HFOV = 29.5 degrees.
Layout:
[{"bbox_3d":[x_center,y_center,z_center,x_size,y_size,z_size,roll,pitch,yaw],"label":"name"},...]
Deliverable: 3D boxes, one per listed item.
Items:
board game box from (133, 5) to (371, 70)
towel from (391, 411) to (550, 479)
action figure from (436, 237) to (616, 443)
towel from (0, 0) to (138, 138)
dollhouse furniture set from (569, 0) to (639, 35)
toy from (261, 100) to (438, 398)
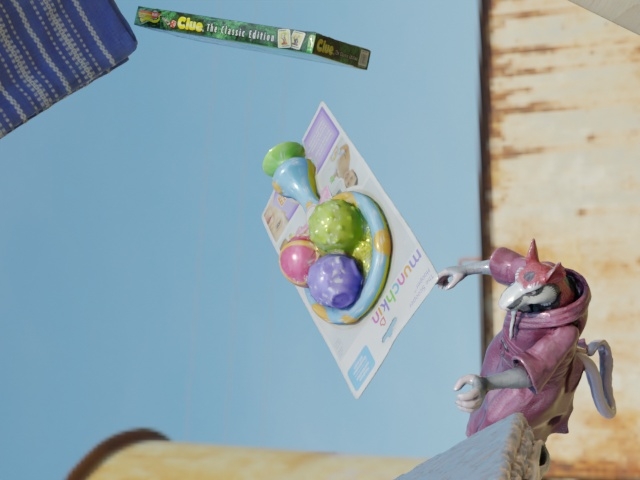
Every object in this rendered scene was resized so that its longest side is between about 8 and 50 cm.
[{"bbox_3d":[-0.083,-0.246,1.469,0.136,0.259,0.030,6,-83,-61],"label":"board game box"},{"bbox_3d":[0.009,0.235,0.831,0.053,0.317,0.332,59,-168,6],"label":"towel"},{"bbox_3d":[0.281,0.139,1.518,0.370,0.275,0.248,94,177,-52],"label":"action figure"},{"bbox_3d":[-0.361,-0.241,1.316,0.336,0.040,0.243,-43,-66,-41],"label":"towel"},{"bbox_3d":[0.270,-0.223,0.723,0.174,0.355,0.303,-66,-9,30],"label":"dollhouse furniture set"},{"bbox_3d":[0.000,0.000,1.021,0.137,0.056,0.237,-60,37,29],"label":"toy"}]
